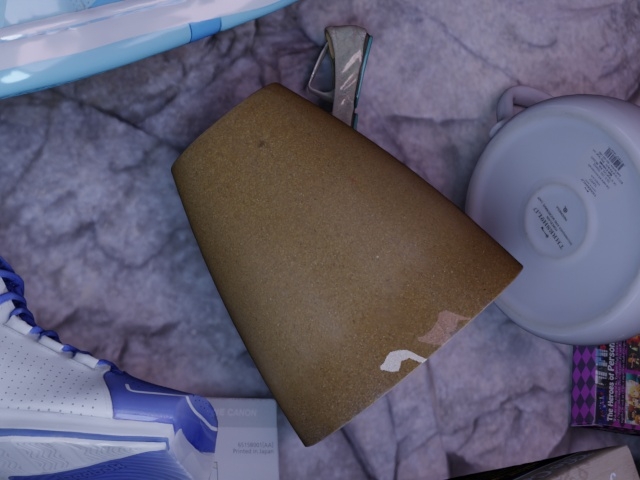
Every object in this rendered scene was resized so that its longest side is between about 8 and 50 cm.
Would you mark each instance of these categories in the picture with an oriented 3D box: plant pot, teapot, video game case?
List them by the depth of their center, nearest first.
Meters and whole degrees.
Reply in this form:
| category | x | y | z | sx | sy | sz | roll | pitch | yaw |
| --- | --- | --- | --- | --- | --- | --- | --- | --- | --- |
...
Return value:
| category | x | y | z | sx | sy | sz | roll | pitch | yaw |
| --- | --- | --- | --- | --- | --- | --- | --- | --- | --- |
| plant pot | 0.000 | 0.000 | 1.253 | 0.237 | 0.237 | 0.254 | -38 | 88 | -33 |
| teapot | 0.273 | -0.024 | 1.426 | 0.187 | 0.252 | 0.256 | -4 | 95 | -48 |
| video game case | 0.354 | 0.093 | 1.559 | 0.210 | 0.042 | 0.232 | 12 | 75 | -32 |

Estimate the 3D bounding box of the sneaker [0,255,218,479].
| category | x | y | z | sx | sy | sz | roll | pitch | yaw |
| --- | --- | --- | --- | --- | --- | --- | --- | --- | --- |
| sneaker | -0.229 | 0.080 | 1.063 | 0.315 | 0.127 | 0.182 | 3 | 61 | 11 |

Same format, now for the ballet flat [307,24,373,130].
| category | x | y | z | sx | sy | sz | roll | pitch | yaw |
| --- | --- | --- | --- | --- | --- | --- | --- | --- | --- |
| ballet flat | 0.011 | -0.122 | 1.375 | 0.052 | 0.057 | 0.168 | 10 | 70 | -3 |

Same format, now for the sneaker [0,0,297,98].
| category | x | y | z | sx | sy | sz | roll | pitch | yaw |
| --- | --- | --- | --- | --- | --- | --- | --- | --- | --- |
| sneaker | -0.126 | -0.224 | 0.963 | 0.319 | 0.127 | 0.208 | -25 | 101 | -37 |

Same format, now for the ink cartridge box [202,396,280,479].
| category | x | y | z | sx | sy | sz | roll | pitch | yaw |
| --- | --- | --- | --- | --- | --- | --- | --- | --- | --- |
| ink cartridge box | -0.155 | 0.246 | 1.184 | 0.275 | 0.060 | 0.239 | 5 | 72 | -32 |

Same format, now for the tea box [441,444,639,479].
| category | x | y | z | sx | sy | sz | roll | pitch | yaw |
| --- | --- | --- | --- | --- | --- | --- | --- | --- | --- |
| tea box | 0.040 | 0.313 | 1.059 | 0.329 | 0.323 | 0.220 | -16 | 84 | -35 |
